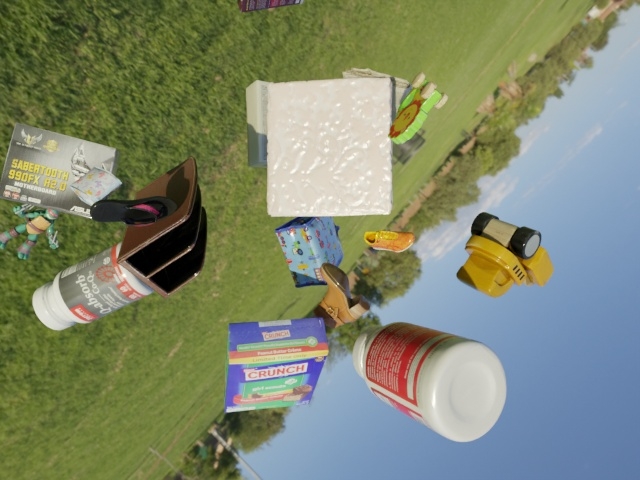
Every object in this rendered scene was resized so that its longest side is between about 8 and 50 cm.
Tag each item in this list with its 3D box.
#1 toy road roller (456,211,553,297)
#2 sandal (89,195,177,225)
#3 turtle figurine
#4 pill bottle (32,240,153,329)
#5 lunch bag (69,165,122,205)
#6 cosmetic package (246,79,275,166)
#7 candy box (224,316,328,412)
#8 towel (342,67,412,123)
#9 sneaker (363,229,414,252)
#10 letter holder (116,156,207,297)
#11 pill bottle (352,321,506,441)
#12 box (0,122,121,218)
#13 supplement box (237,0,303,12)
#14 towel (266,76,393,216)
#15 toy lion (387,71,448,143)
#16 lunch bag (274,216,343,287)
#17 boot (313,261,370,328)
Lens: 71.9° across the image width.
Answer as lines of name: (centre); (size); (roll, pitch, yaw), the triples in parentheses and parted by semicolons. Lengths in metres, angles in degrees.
toy road roller: (0.587, 0.082, 1.448); (0.241, 0.202, 0.329); (-55, 132, -3)
sandal: (-0.374, -0.054, 0.902); (0.179, 0.040, 0.067); (-9, 136, -51)
turtle figurine: (-0.939, -0.043, 1.459); (0.234, 0.175, 0.118); (-36, -153, 9)
pill bottle: (-0.786, 0.163, 1.552); (0.362, 0.210, 0.210); (-26, 176, 3)
lunch bag: (-0.449, -0.105, 0.891); (0.071, 0.083, 0.053); (-51, 141, -26)
cosmetic package: (-0.198, -0.447, 1.731); (0.160, 0.310, 0.113); (-1, 179, -33)
candy box: (-0.138, 0.363, 1.270); (0.267, 0.122, 0.317); (-1, 135, -15)
towel: (0.203, -0.474, 1.471); (0.049, 0.282, 0.187); (-50, 144, -12)
sneaker: (0.203, -0.001, 1.330); (0.175, 0.067, 0.064); (-6, -118, 45)
letter holder: (-0.350, -0.049, 1.108); (0.214, 0.152, 0.302); (-32, -143, 11)
pill bottle: (0.254, 0.340, 1.160); (0.229, 0.229, 0.407); (-44, -164, -19)
box: (-0.626, -0.162, 1.069); (0.056, 0.230, 0.183); (-170, -86, -80)
supplement box: (-0.170, -0.883, 1.542); (0.239, 0.073, 0.130); (-17, 177, -16)
towel: (0.019, -0.224, 1.082); (0.053, 0.316, 0.332); (-11, 101, -77)
toy lion: (0.133, -0.187, 0.639); (0.096, 0.034, 0.100); (-48, -158, 25)
lunch bag: (0.000, 0.000, 1.567); (0.138, 0.221, 0.293); (-9, -162, 33)
boot: (0.029, 0.168, 1.282); (0.152, 0.197, 0.073); (-36, -172, 34)
